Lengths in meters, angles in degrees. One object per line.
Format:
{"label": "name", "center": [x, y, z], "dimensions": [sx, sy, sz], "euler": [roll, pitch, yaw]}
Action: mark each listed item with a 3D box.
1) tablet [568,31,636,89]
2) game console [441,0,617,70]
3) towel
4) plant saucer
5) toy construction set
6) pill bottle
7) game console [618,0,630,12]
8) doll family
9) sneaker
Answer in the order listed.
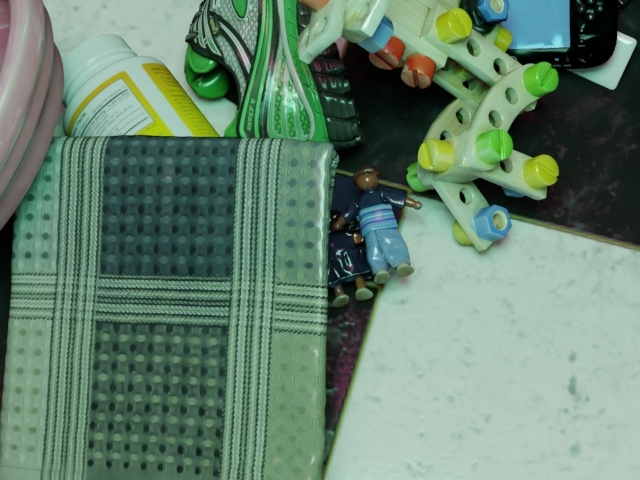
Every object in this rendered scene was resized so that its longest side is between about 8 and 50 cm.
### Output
{"label": "tablet", "center": [0.263, -0.189, 1.486], "dimensions": [0.083, 0.006, 0.054], "euler": [26, 104, 12]}
{"label": "game console", "center": [0.266, -0.203, 1.452], "dimensions": [0.361, 0.044, 0.213], "euler": [0, 93, 12]}
{"label": "towel", "center": [-0.133, 0.070, 1.306], "dimensions": [0.312, 0.056, 0.324], "euler": [2, 85, 20]}
{"label": "plant saucer", "center": [-0.341, -0.093, 1.363], "dimensions": [0.332, 0.084, 0.332], "euler": [-29, 45, 34]}
{"label": "toy construction set", "center": [0.087, -0.157, 1.356], "dimensions": [0.151, 0.328, 0.215], "euler": [-5, 57, 42]}
{"label": "pill bottle", "center": [-0.161, -0.090, 1.415], "dimensions": [0.117, 0.117, 0.215], "euler": [-33, 70, -11]}
{"label": "game console", "center": [0.240, -0.279, 1.500], "dimensions": [0.144, 0.124, 0.085], "euler": [39, 48, 16]}
{"label": "doll family", "center": [0.000, 0.000, 1.400], "dimensions": [0.193, 0.076, 0.111], "euler": [-11, 63, -8]}
{"label": "sneaker", "center": [-0.078, -0.226, 1.461], "dimensions": [0.146, 0.134, 0.343], "euler": [-20, 66, -1]}
